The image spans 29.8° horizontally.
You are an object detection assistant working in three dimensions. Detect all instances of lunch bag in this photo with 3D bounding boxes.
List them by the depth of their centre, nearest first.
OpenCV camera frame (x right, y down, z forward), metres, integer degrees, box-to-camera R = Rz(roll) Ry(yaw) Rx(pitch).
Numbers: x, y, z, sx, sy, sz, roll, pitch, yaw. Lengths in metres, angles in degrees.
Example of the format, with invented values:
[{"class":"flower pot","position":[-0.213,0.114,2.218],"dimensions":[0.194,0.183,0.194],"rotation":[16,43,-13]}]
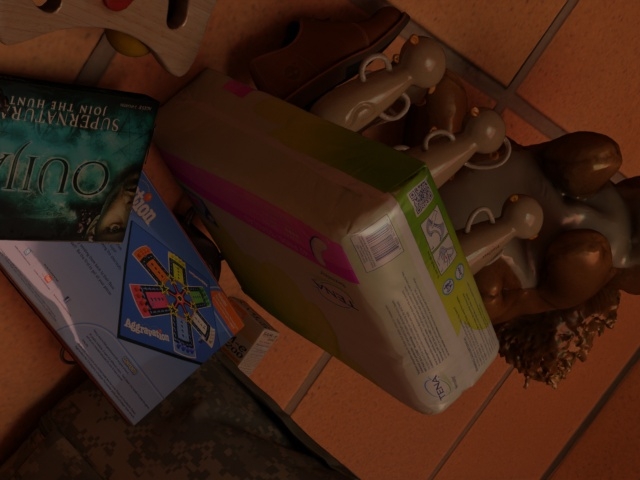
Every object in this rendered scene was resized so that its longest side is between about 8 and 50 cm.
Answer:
[{"class":"lunch bag","position":[-0.126,0.251,1.184],"dimensions":[0.256,0.305,0.212],"rotation":[-50,152,1]}]

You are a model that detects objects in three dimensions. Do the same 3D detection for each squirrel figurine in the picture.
[{"class":"squirrel figurine","position":[0.277,0.007,1.389],"dimensions":[0.371,0.281,0.397],"rotation":[-1,157,-6]}]

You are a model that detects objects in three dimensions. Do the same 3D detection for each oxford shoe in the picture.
[{"class":"oxford shoe","position":[0.012,-0.183,1.116],"dimensions":[0.076,0.076,0.212],"rotation":[-41,179,44]}]

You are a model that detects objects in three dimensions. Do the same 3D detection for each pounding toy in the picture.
[{"class":"pounding toy","position":[-0.146,-0.178,0.797],"dimensions":[0.154,0.155,0.269],"rotation":[-55,152,-1]}]

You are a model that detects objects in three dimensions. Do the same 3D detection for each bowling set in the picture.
[{"class":"bowling set","position":[0.077,-0.104,1.145],"dimensions":[0.154,0.200,0.287],"rotation":[-32,132,-3]}]

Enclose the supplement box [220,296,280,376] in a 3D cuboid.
[{"class":"supplement box","position":[-0.099,0.120,1.320],"dimensions":[0.098,0.062,0.036],"rotation":[-55,150,7]}]

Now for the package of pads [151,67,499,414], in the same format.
[{"class":"package of pads","position":[0.000,0.000,1.014],"dimensions":[0.101,0.296,0.229],"rotation":[-41,131,-16]}]

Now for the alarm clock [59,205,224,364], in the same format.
[{"class":"alarm clock","position":[-0.169,0.054,1.147],"dimensions":[0.192,0.064,0.129],"rotation":[-40,150,-13]}]

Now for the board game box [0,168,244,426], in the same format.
[{"class":"board game box","position":[-0.180,0.029,1.045],"dimensions":[0.145,0.027,0.281],"rotation":[-41,132,-15]}]

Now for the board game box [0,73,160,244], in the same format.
[{"class":"board game box","position":[-0.217,-0.060,0.919],"dimensions":[0.186,0.026,0.126],"rotation":[2,110,-45]}]

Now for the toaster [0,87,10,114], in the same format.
[{"class":"toaster","position":[-0.279,-0.147,0.692],"dimensions":[0.168,0.110,0.185],"rotation":[-27,144,-36]}]
